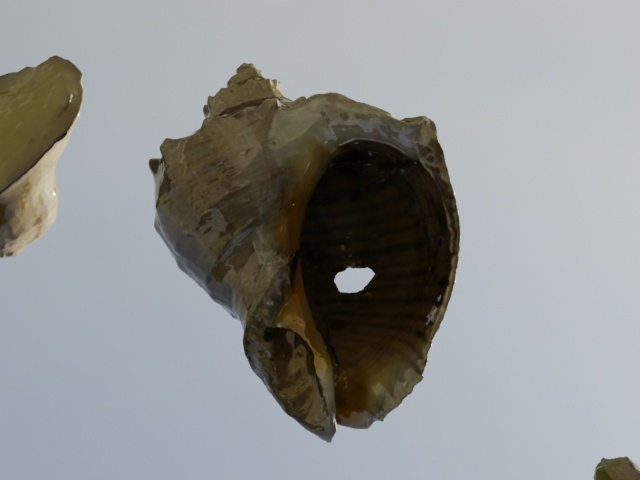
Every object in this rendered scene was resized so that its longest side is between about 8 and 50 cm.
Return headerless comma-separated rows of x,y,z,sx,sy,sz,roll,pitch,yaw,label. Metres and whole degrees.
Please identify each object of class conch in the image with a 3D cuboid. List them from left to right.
0.003,-0.004,1.355,0.263,0.324,0.186,-17,-172,22,conch

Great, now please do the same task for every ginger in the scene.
-0.267,-0.069,1.426,0.193,0.122,0.115,-39,-135,10,ginger

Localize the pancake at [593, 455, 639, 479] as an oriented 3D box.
0.338,0.180,1.012,0.376,0.054,0.197,-1,-158,33,pancake
